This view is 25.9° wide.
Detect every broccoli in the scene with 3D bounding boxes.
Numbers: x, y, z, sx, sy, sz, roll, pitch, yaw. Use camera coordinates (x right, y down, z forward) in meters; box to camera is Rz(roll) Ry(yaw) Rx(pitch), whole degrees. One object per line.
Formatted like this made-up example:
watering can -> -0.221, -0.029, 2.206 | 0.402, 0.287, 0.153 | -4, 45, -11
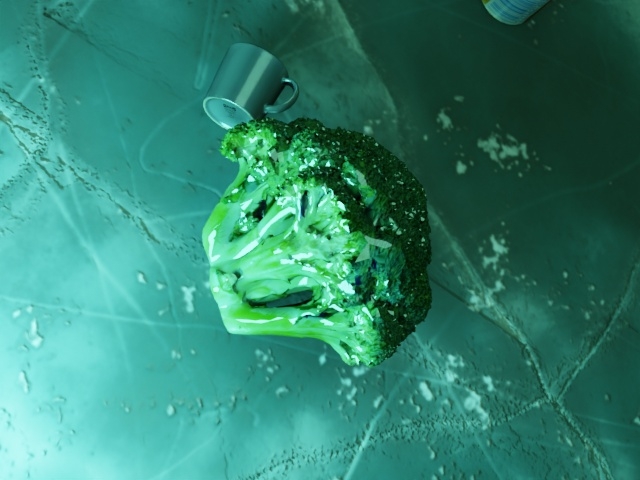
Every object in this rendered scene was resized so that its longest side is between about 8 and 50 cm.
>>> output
broccoli -> 0.000, 0.000, 1.494 | 0.245, 0.265, 0.294 | -18, 72, 4

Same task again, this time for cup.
cup -> -0.076, -0.167, 1.571 | 0.100, 0.078, 0.077 | 17, 64, 20

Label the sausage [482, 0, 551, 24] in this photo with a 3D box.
sausage -> 0.313, -0.376, 1.715 | 0.093, 0.312, 0.093 | 10, 67, -24
